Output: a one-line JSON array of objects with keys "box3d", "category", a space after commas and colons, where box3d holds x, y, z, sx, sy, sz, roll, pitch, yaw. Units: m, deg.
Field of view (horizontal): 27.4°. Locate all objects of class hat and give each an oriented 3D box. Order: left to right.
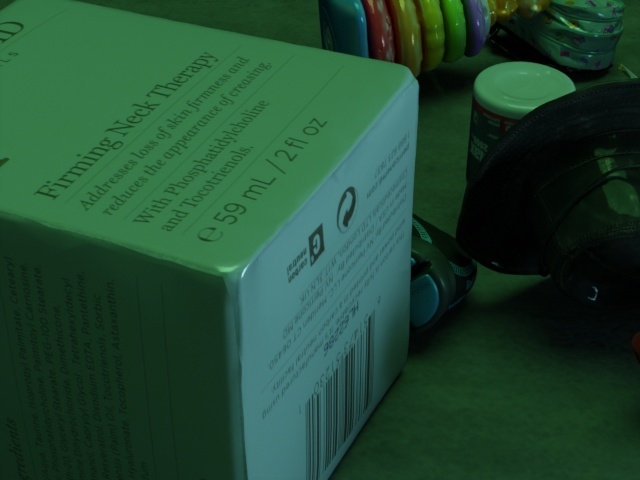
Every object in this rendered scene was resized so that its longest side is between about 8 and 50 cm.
[{"box3d": [0.300, -0.016, 1.244, 0.331, 0.331, 0.134, -9, 54, -13], "category": "hat"}]

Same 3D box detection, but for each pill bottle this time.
[{"box3d": [0.212, -0.090, 1.416, 0.108, 0.180, 0.108, 0, 35, 0], "category": "pill bottle"}]

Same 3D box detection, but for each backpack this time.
[{"box3d": [0.322, -0.299, 1.770, 0.152, 0.115, 0.182, -15, 41, -25], "category": "backpack"}]

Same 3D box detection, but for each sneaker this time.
[{"box3d": [0.000, 0.000, 1.368, 0.341, 0.125, 0.139, 25, 24, 24], "category": "sneaker"}]

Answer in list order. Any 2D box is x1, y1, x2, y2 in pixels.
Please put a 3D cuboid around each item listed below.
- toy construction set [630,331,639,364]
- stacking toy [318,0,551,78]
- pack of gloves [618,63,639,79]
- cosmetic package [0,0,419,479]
[{"box3d": [0.452, 0.106, 1.179, 0.309, 0.237, 0.257, -6, 63, 20], "category": "toy construction set"}, {"box3d": [0.153, -0.285, 1.684, 0.302, 0.166, 0.175, -13, 37, -9], "category": "stacking toy"}, {"box3d": [0.419, -0.084, 1.445, 0.232, 0.046, 0.195, 36, 17, -14], "category": "pack of gloves"}, {"box3d": [-0.160, 0.025, 1.125, 0.393, 0.327, 0.329, 14, 38, 21], "category": "cosmetic package"}]
